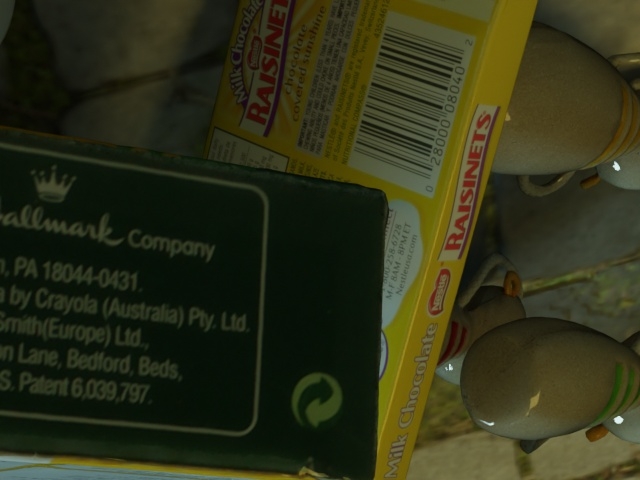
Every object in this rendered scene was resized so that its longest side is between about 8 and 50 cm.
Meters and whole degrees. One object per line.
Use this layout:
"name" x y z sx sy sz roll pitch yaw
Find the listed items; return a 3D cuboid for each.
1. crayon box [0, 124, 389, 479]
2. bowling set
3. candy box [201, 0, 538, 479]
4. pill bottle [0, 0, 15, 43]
"crayon box" -0.145 0.035 0.491 0.203 0.083 0.323 9 166 -26
"bowling set" 0.066 0.081 0.582 0.154 0.200 0.287 7 132 -51
"candy box" 0.000 0.000 0.515 0.027 0.105 0.206 0 109 -48
"pill bottle" -0.157 -0.126 0.382 0.119 0.119 0.208 -19 136 0
